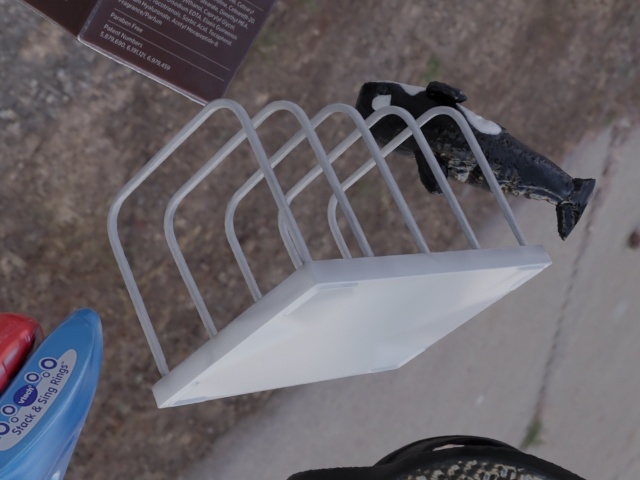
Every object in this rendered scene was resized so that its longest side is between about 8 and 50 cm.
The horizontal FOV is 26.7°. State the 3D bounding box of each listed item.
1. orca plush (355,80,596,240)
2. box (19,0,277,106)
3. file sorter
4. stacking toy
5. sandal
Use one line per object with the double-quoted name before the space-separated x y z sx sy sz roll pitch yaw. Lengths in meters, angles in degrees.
"orca plush" 0.153 -0.076 1.511 0.102 0.287 0.151 -57 -179 -24
"box" -0.138 -0.249 1.125 0.167 0.168 0.203 24 99 -49
"file sorter" 0.000 0.000 1.063 0.278 0.173 0.193 -4 152 -47
"stacking toy" -0.273 0.066 0.665 0.165 0.302 0.175 -64 178 38
"sandal" 0.131 0.273 1.479 0.167 0.446 0.107 57 47 -23
